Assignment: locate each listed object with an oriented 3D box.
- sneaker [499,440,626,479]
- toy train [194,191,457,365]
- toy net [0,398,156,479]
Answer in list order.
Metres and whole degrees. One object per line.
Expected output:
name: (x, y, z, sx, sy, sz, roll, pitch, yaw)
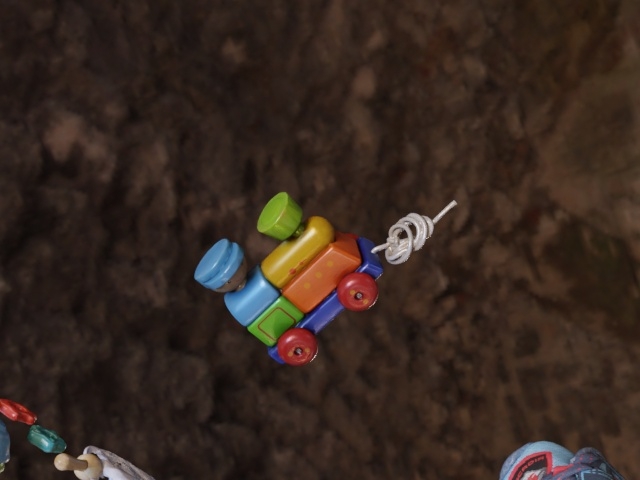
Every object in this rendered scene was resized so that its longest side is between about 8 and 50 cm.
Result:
sneaker: (0.128, 0.165, 0.662, 0.125, 0.104, 0.262, 50, -178, 13)
toy train: (0.000, 0.000, 1.319, 0.143, 0.248, 0.105, 39, -163, -24)
toy net: (-0.277, 0.222, 1.343, 0.232, 0.045, 0.122, 28, -177, -25)
